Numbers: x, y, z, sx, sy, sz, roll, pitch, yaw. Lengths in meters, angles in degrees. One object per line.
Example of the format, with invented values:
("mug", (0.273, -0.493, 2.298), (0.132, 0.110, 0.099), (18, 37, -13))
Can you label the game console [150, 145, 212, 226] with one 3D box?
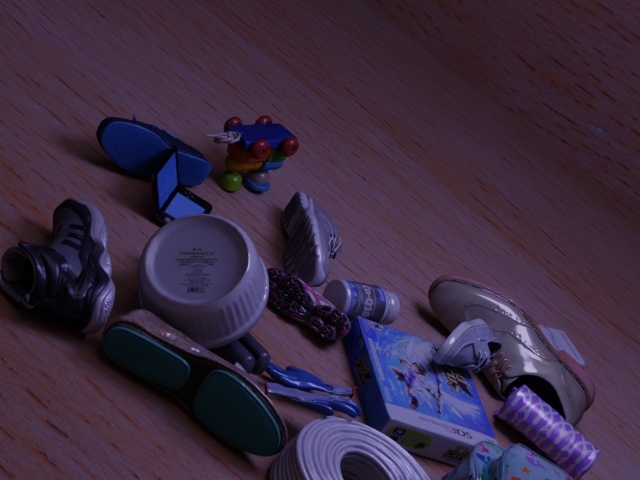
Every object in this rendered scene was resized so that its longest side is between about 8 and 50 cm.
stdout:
("game console", (-0.251, -0.085, 2.059), (0.124, 0.085, 0.144), (32, 30, -5))

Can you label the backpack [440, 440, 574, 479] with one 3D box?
("backpack", (0.299, 0.430, 1.756), (0.225, 0.191, 0.253), (32, 20, -14))

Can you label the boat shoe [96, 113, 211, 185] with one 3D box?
("boat shoe", (-0.325, -0.168, 2.128), (0.258, 0.109, 0.089), (30, 14, -48))

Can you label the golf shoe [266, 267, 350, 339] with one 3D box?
("golf shoe", (-0.029, 0.117, 2.030), (0.186, 0.067, 0.086), (38, 0, 6))

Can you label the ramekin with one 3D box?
("ramekin", (-0.186, 0.055, 1.762), (0.207, 0.109, 0.207), (-1, 59, 1))

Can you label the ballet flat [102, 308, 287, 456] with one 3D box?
("ballet flat", (-0.173, 0.198, 1.676), (0.316, 0.107, 0.106), (36, 19, 0))

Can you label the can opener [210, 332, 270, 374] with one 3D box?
("can opener", (-0.181, 0.099, 1.829), (0.283, 0.095, 0.076), (42, 27, 28))

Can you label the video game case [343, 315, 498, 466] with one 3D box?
("video game case", (0.177, 0.270, 2.005), (0.244, 0.061, 0.269), (22, 29, -26))

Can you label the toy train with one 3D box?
("toy train", (-0.167, -0.160, 2.236), (0.105, 0.143, 0.248), (41, 31, 29))

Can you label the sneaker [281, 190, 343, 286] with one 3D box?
("sneaker", (0.000, 0.000, 2.192), (0.115, 0.105, 0.281), (25, 28, -19))

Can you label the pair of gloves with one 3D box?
("pair of gloves", (-0.014, 0.236, 1.791), (0.159, 0.023, 0.198), (14, 6, -3))

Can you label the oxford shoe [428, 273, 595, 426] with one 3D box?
("oxford shoe", (0.366, 0.218, 2.227), (0.397, 0.140, 0.146), (38, 33, 9))

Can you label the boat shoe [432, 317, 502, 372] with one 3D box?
("boat shoe", (0.281, 0.199, 2.089), (0.081, 0.079, 0.227), (41, 21, 18))

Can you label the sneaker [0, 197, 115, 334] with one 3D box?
("sneaker", (-0.403, 0.018, 1.698), (0.153, 0.101, 0.268), (18, 33, -35))

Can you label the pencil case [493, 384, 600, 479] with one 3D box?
("pencil case", (0.420, 0.360, 2.106), (0.206, 0.088, 0.086), (41, 20, 14))

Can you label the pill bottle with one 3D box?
("pill bottle", (0.077, 0.118, 2.118), (0.137, 0.078, 0.078), (12, 35, -38))

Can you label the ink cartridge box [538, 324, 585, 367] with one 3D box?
("ink cartridge box", (0.471, 0.235, 2.398), (0.150, 0.063, 0.109), (16, 32, -34))

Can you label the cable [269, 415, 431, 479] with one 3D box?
("cable", (0.054, 0.373, 1.660), (0.257, 0.089, 0.257), (6, 39, -44))
